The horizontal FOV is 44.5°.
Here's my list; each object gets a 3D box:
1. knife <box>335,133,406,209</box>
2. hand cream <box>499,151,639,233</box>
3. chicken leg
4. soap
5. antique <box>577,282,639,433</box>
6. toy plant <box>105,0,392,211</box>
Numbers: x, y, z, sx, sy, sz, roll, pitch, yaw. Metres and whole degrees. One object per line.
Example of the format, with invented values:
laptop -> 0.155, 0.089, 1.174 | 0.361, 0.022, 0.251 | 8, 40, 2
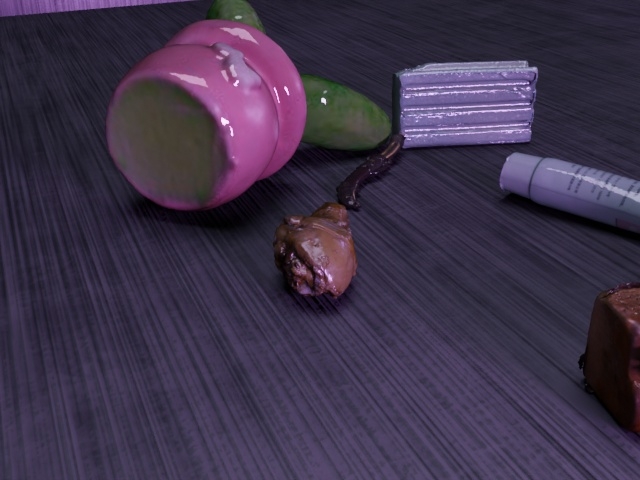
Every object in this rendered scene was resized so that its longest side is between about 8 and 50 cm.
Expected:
knife -> 0.066, -0.093, 1.027 | 0.045, 0.021, 0.222 | 8, 32, 20
hand cream -> 0.355, -0.038, 0.860 | 0.331, 0.058, 0.085 | 20, 31, 37
chicken leg -> 0.000, -0.003, 0.802 | 0.085, 0.069, 0.198 | 4, 20, 7
soap -> 0.205, -0.198, 1.132 | 0.198, 0.114, 0.063 | -2, 25, -5
antique -> 0.363, 0.078, 0.595 | 0.310, 0.087, 0.093 | -4, 28, -8
toy plant -> -0.091, -0.164, 1.005 | 0.317, 0.210, 0.356 | 37, 28, 2
